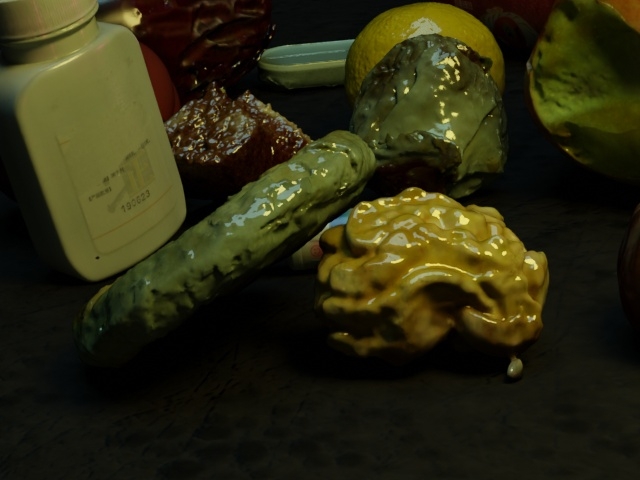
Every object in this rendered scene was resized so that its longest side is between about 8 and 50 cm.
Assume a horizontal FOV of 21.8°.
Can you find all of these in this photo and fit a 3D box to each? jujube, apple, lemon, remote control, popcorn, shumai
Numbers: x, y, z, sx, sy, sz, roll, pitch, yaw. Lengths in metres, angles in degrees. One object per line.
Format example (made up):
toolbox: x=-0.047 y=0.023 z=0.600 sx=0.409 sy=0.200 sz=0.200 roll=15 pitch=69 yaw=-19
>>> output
jujube: x=-0.230 y=-0.270 z=2.135 sx=0.258 sy=0.258 sz=0.377 roll=10 pitch=14 yaw=36
apple: x=0.379 y=-0.209 z=1.698 sx=0.339 sy=0.339 sz=0.339 roll=-4 pitch=20 yaw=2
lemon: x=0.117 y=-0.186 z=1.909 sx=0.178 sy=0.178 sz=0.203 roll=-19 pitch=12 yaw=-33
remote control: x=0.036 y=-0.244 z=2.258 sx=0.247 sy=0.052 sz=0.104 roll=-6 pitch=21 yaw=-3
popcorn: x=0.093 y=0.029 z=1.389 sx=0.194 sy=0.140 sz=0.163 roll=0 pitch=26 yaw=9
shumai: x=0.107 y=-0.116 z=1.713 sx=0.184 sy=0.184 sz=0.142 roll=-2 pitch=20 yaw=7

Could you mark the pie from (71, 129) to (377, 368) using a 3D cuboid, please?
pie: x=-0.086 y=0.013 z=1.419 sx=0.306 sy=0.071 sz=0.306 roll=-34 pitch=0 yaw=0

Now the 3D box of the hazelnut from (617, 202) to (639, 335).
hazelnut: x=0.307 y=0.021 z=1.360 sx=0.143 sy=0.143 sz=0.154 roll=5 pitch=24 yaw=24

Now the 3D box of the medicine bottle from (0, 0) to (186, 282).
medicine bottle: x=-0.236 y=-0.118 z=1.602 sx=0.111 sy=0.296 sz=0.161 roll=16 pitch=43 yaw=41

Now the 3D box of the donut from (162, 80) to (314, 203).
donut: x=-0.080 y=-0.084 z=1.772 sx=0.126 sy=0.186 sz=0.144 roll=19 pitch=68 yaw=37

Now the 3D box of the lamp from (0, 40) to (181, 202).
lamp: x=-0.264 y=-0.132 z=1.785 sx=0.227 sy=0.227 sz=0.227 roll=-4 pitch=20 yaw=2

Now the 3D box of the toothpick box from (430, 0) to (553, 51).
toothpick box: x=0.329 y=-0.350 z=2.265 sx=0.204 sy=0.204 sz=0.333 roll=-19 pitch=25 yaw=-34

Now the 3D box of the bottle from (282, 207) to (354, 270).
bottle: x=0.000 y=0.000 z=1.597 sx=0.217 sy=0.060 sz=0.060 roll=-5 pitch=20 yaw=1
